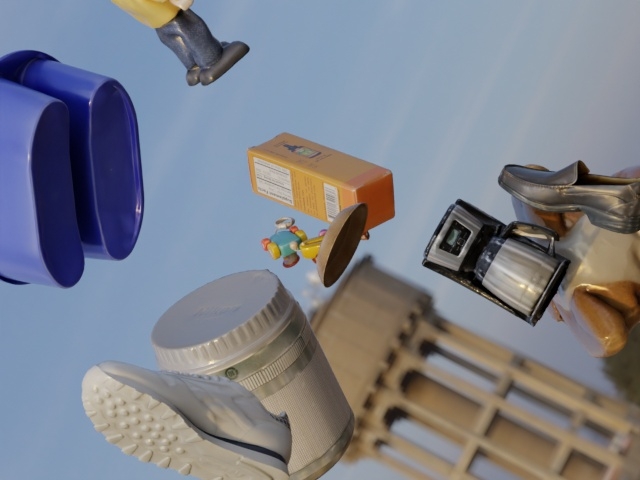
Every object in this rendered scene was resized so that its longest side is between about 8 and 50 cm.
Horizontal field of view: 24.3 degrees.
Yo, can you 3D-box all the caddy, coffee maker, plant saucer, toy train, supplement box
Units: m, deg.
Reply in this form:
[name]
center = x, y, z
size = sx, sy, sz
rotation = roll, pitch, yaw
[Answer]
[caddy]
center = -0.388, -0.095, 2.085
size = 0.241, 0.179, 0.341
rotation = -31, -53, -50
[coffee maker]
center = 0.232, 0.036, 2.003
size = 0.120, 0.178, 0.171
rotation = -55, -12, -22
[plant saucer]
center = 0.017, 0.002, 1.323
size = 0.083, 0.015, 0.083
rotation = -56, -17, -28
[toy train]
center = 0.000, 0.000, 2.139
size = 0.125, 0.166, 0.046
rotation = -48, -52, -52
[supplement box]
center = -0.002, -0.084, 2.108
size = 0.078, 0.233, 0.080
rotation = -27, -54, -34

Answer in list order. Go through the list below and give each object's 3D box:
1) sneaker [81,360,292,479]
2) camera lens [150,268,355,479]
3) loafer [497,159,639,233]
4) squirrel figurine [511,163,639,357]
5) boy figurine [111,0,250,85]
[sneaker]
center = -0.130, 0.170, 1.463
size = 0.090, 0.235, 0.095
rotation = -36, 34, 39
[camera lens]
center = -0.092, 0.208, 2.085
size = 0.219, 0.219, 0.274
rotation = -50, -57, -46
[loafer]
center = 0.280, -0.062, 1.639
size = 0.062, 0.170, 0.061
rotation = -47, -32, -56
[squirrel figurine]
center = 0.496, -0.011, 2.158
size = 0.370, 0.281, 0.397
rotation = -26, -16, -3
[boy figurine]
center = -0.220, -0.326, 1.898
size = 0.092, 0.285, 0.177
rotation = -43, 18, -14
